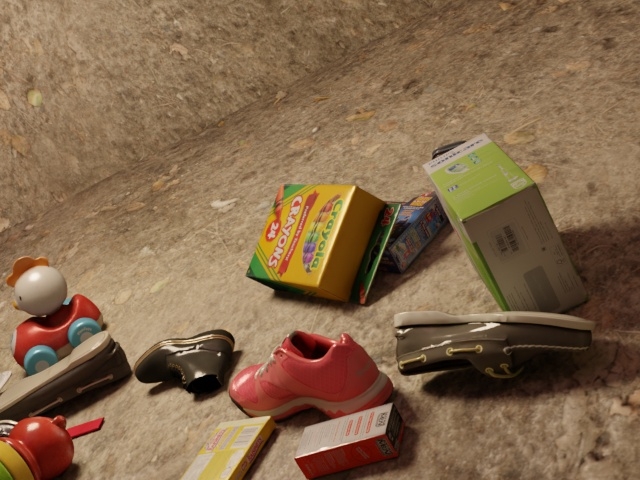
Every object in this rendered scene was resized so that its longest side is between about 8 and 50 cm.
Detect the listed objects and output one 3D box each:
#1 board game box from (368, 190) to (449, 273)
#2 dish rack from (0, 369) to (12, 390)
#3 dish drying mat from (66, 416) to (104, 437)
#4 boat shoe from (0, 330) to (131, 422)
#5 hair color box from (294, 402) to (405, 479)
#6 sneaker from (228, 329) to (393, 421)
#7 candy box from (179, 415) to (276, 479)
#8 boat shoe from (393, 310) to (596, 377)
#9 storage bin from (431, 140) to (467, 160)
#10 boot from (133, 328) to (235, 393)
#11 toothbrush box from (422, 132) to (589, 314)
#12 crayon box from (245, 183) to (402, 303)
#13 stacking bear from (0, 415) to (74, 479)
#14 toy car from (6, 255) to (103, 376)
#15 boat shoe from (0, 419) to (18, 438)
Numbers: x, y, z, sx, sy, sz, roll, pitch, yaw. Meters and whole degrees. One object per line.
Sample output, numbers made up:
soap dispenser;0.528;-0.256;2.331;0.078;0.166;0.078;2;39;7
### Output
board game box;0.148;-0.023;1.966;0.194;0.060;0.194;-38;22;-25
dish rack;-0.792;0.379;2.105;0.333;0.072;0.285;-30;20;35
dish drying mat;-0.435;0.346;1.918;0.083;0.008;0.032;-20;23;20
boat shoe;-0.526;0.302;2.051;0.335;0.095;0.112;-31;17;8
hair color box;0.040;0.275;1.429;0.141;0.043;0.072;-20;22;24
sneaker;-0.032;0.191;1.587;0.314;0.136;0.116;-8;27;43
candy box;-0.152;0.339;1.547;0.105;0.027;0.206;-16;23;36
boat shoe;0.232;0.144;1.427;0.305;0.091;0.109;-4;-11;40
storage bin;0.263;-0.101;1.919;0.098;0.135;0.091;-16;36;30
boot;-0.253;0.236;1.862;0.198;0.077;0.137;-24;26;15
toothbrush box;0.274;-0.018;1.588;0.122;0.206;0.283;-27;21;5
crayon box;0.000;0.000;1.943;0.318;0.081;0.202;4;70;56
stacking bear;-0.538;0.397;1.734;0.164;0.175;0.289;20;37;32
toy car;-0.618;0.146;2.293;0.210;0.238;0.219;-33;21;-10
boat shoe;-0.607;0.369;1.921;0.206;0.075;0.065;13;38;13
